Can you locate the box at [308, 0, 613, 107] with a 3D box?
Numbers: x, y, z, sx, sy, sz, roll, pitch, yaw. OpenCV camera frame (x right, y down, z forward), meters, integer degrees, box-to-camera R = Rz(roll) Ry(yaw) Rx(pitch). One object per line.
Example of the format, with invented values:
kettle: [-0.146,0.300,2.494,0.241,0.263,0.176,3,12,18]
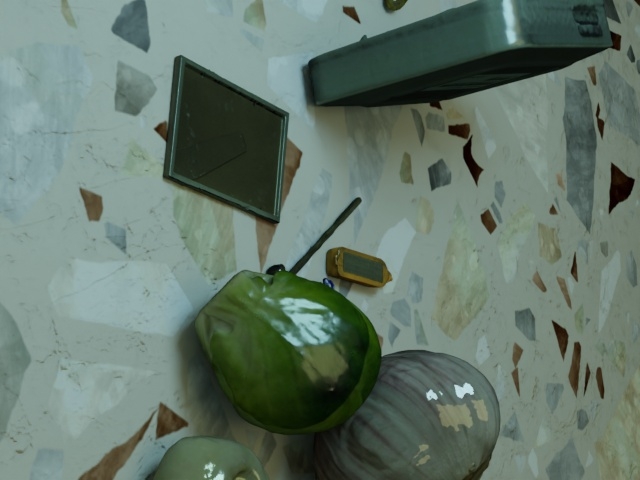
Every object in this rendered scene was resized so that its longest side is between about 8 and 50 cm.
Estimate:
box: [0.229,-0.302,1.974,0.396,0.396,0.111,-11,89,-53]

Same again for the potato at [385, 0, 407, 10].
potato: [0.143,-0.449,2.178,0.046,0.045,0.092,25,55,-9]

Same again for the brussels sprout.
brussels sprout: [-0.049,0.151,1.671,0.271,0.210,0.219,39,76,-17]

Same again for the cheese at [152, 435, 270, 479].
cheese: [-0.169,0.422,1.512,0.351,0.129,0.328,-13,97,-56]

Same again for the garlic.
garlic: [0.125,0.297,1.822,0.317,0.259,0.317,-48,156,-29]

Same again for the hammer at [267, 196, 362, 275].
hammer: [0.000,0.000,1.917,0.292,0.029,0.058,-48,124,-49]

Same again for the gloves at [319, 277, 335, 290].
gloves: [0.015,0.101,1.916,0.064,0.026,0.086,-30,103,-54]

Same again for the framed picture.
framed picture: [-0.131,-0.142,1.766,0.250,0.016,0.184,21,67,-50]

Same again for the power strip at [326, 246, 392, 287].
power strip: [0.067,0.048,1.994,0.178,0.028,0.049,17,70,-51]
